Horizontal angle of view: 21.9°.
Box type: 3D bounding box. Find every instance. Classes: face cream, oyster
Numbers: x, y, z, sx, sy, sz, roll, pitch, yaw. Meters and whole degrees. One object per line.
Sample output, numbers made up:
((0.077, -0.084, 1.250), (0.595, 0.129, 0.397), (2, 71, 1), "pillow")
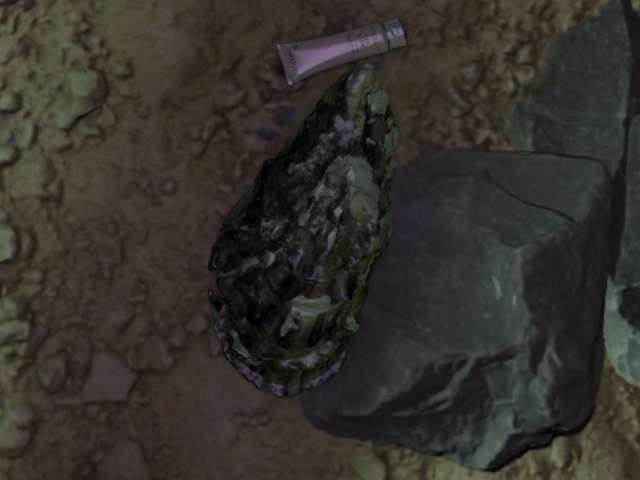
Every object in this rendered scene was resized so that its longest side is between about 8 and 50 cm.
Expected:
((0.019, -0.169, 1.461), (0.115, 0.020, 0.038), (-16, 86, -6), "face cream")
((0.000, 0.000, 1.420), (0.252, 0.087, 0.199), (-38, 88, 3), "oyster")
